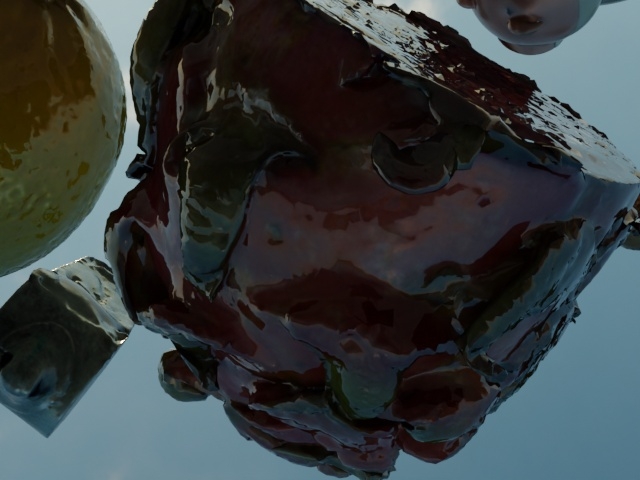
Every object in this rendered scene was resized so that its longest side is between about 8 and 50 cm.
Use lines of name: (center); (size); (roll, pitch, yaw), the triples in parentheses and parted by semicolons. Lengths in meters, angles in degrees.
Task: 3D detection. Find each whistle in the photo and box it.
whistle: (-0.382, 0.128, 1.654); (0.168, 0.188, 0.405); (38, -141, -4)

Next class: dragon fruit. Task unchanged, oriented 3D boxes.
dragon fruit: (0.000, 0.000, 0.629); (0.296, 0.263, 0.314); (39, -160, 25)

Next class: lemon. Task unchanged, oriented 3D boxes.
lemon: (-0.293, -0.098, 0.870); (0.293, 0.293, 0.293); (-4, -138, 3)

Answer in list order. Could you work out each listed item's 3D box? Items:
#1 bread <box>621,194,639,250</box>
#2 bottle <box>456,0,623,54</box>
bread: (0.479, -0.057, 1.356); (0.344, 0.084, 0.124); (-24, -148, 22)
bottle: (0.216, -0.247, 0.883); (0.236, 0.148, 0.147); (-37, -131, -13)
